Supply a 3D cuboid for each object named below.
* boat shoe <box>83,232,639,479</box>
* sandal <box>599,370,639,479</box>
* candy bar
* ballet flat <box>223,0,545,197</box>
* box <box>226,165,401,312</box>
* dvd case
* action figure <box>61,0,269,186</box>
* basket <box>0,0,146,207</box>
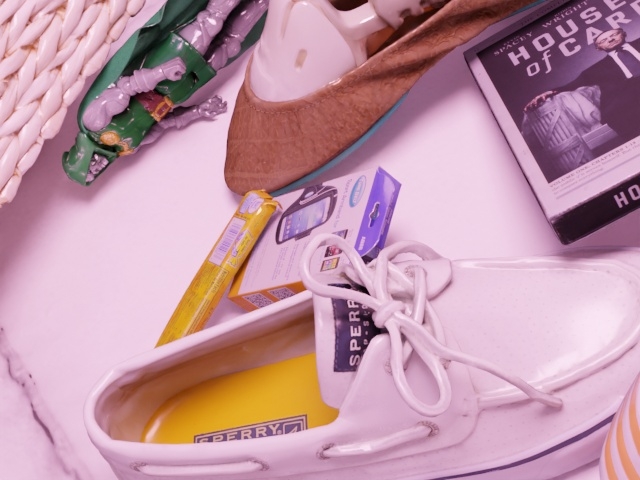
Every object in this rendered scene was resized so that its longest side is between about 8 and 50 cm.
[{"bbox_3d":[0.032,0.061,0.630,0.367,0.156,0.135,-15,53,14],"label":"boat shoe"},{"bbox_3d":[0.189,0.069,0.511,0.076,0.265,0.102,20,47,-9],"label":"sandal"},{"bbox_3d":[-0.076,0.034,0.759,0.161,0.018,0.040,-59,32,-6],"label":"candy bar"},{"bbox_3d":[0.046,-0.163,0.765,0.342,0.124,0.116,-32,48,13],"label":"ballet flat"},{"bbox_3d":[0.000,0.000,0.735,0.136,0.028,0.081,-12,50,44],"label":"box"},{"bbox_3d":[0.195,-0.107,0.694,0.179,0.029,0.238,-29,31,12],"label":"dvd case"},{"bbox_3d":[-0.113,-0.130,0.862,0.232,0.137,0.063,-44,64,1],"label":"action figure"},{"bbox_3d":[-0.361,-0.158,0.828,0.331,0.266,0.328,5,58,46],"label":"basket"}]
